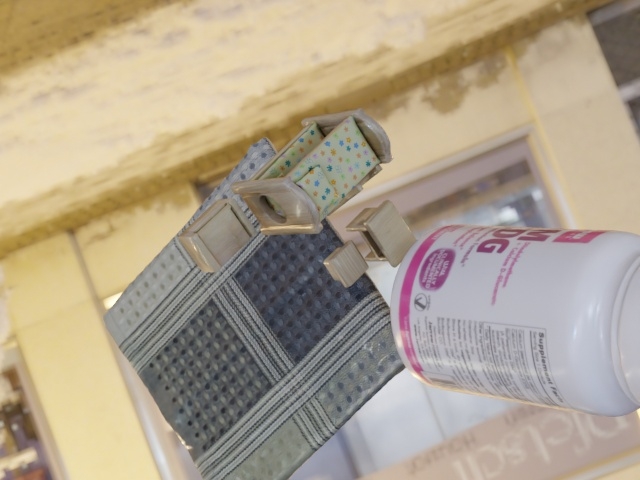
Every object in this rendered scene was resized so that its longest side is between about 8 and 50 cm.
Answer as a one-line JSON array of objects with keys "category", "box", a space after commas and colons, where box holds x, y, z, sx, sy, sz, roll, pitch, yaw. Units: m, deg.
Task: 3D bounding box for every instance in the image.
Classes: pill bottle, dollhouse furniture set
[{"category": "pill bottle", "box": [0.213, 0.068, 1.080, 0.160, 0.160, 0.283, -18, -166, -42]}, {"category": "dollhouse furniture set", "box": [0.000, 0.000, 1.109, 0.182, 0.161, 0.101, -46, -157, -26]}]

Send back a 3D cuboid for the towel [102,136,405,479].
[{"category": "towel", "box": [-0.076, 0.104, 1.368, 0.324, 0.312, 0.056, -45, 159, 25]}]
